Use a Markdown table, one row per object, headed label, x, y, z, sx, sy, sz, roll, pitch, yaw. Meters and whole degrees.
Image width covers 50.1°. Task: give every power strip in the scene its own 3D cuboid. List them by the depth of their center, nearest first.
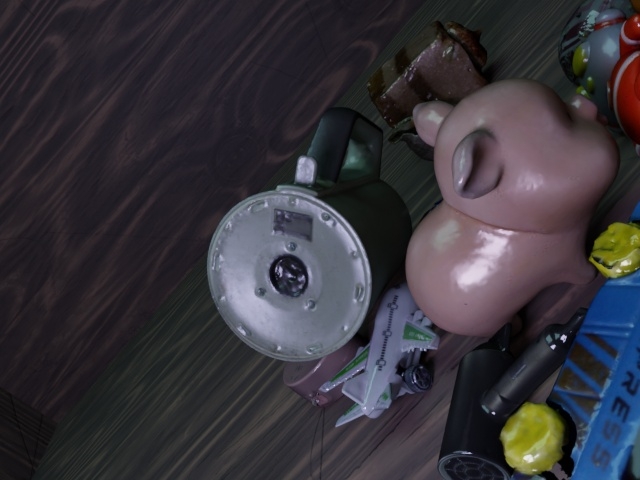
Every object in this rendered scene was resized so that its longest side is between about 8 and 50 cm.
| label | x | y | z | sx | sy | sz | roll | pitch | yaw |
| --- | --- | --- | --- | --- | --- | --- | --- | --- | --- |
| power strip | 0.006 | 0.211 | 1.195 | 0.154 | 0.078 | 0.154 | -44 | 17 | 17 |

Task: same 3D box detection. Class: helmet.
| label | x | y | z | sx | sy | sz | roll | pitch | yaw |
| --- | --- | --- | --- | --- | --- | --- | --- | --- | --- |
| helmet | 0.466 | -0.353 | 1.156 | 0.153 | 0.107 | 0.177 | -59 | 18 | -18 |

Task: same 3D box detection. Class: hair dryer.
| label | x | y | z | sx | sy | sz | roll | pitch | yaw |
| --- | --- | --- | --- | --- | --- | --- | --- | --- | --- |
| hair dryer | 0.213 | 0.127 | 0.714 | 0.248 | 0.078 | 0.195 | 116 | 178 | -46 |

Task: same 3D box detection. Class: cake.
| label | x | y | z | sx | sy | sz | roll | pitch | yaw |
| --- | --- | --- | --- | --- | --- | --- | --- | --- | --- |
| cake | 0.273 | -0.375 | 1.593 | 0.293 | 0.196 | 0.199 | -40 | 20 | 18 |

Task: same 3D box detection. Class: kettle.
| label | x | y | z | sx | sy | sz | roll | pitch | yaw |
| --- | --- | --- | --- | --- | --- | --- | --- | --- | --- |
| kettle | 0.014 | -0.036 | 1.122 | 0.377 | 0.250 | 0.361 | -32 | -53 | -67 |

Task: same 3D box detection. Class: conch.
| label | x | y | z | sx | sy | sz | roll | pitch | yaw |
| --- | --- | --- | --- | --- | --- | --- | --- | --- | --- |
| conch | 0.238 | -0.232 | 1.436 | 0.155 | 0.207 | 0.130 | -13 | 84 | 56 |

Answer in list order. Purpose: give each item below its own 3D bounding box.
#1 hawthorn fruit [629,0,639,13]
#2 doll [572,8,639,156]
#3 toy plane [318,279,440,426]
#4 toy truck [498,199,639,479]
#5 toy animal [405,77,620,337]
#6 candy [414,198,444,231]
| label | x | y | z | sx | sy | sz | roll | pitch | yaw |
| --- | --- | --- | --- | --- | --- | --- | --- | --- | --- |
| hawthorn fruit | 0.488 | -0.385 | 0.827 | 0.277 | 0.277 | 0.298 | -42 | 33 | 28 |
| doll | 0.396 | -0.206 | 0.891 | 0.105 | 0.200 | 0.336 | -13 | 24 | 15 |
| toy plane | 0.106 | 0.161 | 1.001 | 0.251 | 0.101 | 0.255 | -34 | 19 | 46 |
| toy truck | 0.279 | 0.122 | 0.534 | 0.162 | 0.161 | 0.385 | -1 | 50 | 55 |
| toy animal | 0.217 | -0.037 | 0.834 | 0.326 | 0.269 | 0.237 | -49 | 21 | 20 |
| candy | 0.198 | -0.017 | 1.245 | 0.136 | 0.038 | 0.088 | -66 | 8 | -9 |
